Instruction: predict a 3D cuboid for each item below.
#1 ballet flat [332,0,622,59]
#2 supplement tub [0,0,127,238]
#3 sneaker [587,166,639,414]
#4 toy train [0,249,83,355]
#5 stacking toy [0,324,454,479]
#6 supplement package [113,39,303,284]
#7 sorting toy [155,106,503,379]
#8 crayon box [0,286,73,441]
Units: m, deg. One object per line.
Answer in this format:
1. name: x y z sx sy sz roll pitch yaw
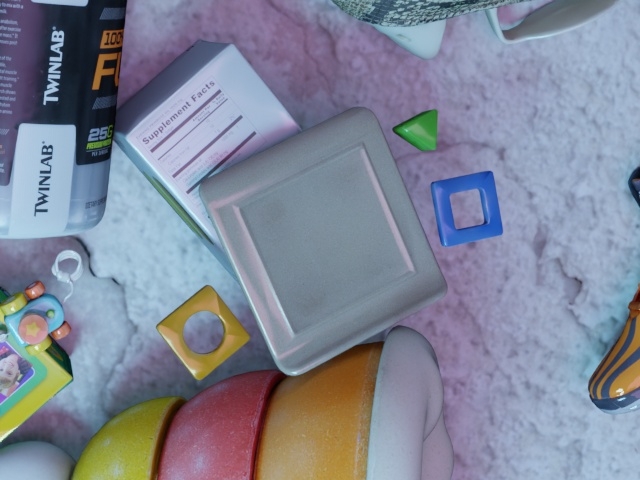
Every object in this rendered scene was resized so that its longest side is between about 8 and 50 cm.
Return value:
1. ballet flat: 0.168 -0.262 1.439 0.483 0.164 0.182 -9 138 -11
2. supplement tub: -0.273 -0.172 1.329 0.194 0.193 0.316 4 103 -14
3. sneaker: 0.363 0.023 1.577 0.321 0.124 0.180 -46 105 -10
4. toy train: -0.303 0.048 1.367 0.166 0.046 0.125 8 101 -16
5. stacking toy: -0.120 0.250 1.430 0.480 0.350 0.350 1 104 9
6. supplement package: -0.074 -0.058 1.429 0.134 0.139 0.244 -42 108 -7
7. sorting toy: 0.000 0.000 1.364 0.348 0.047 0.196 -27 99 -16
8. crayon box: -0.390 0.082 1.422 0.165 0.081 0.278 -41 109 -1
